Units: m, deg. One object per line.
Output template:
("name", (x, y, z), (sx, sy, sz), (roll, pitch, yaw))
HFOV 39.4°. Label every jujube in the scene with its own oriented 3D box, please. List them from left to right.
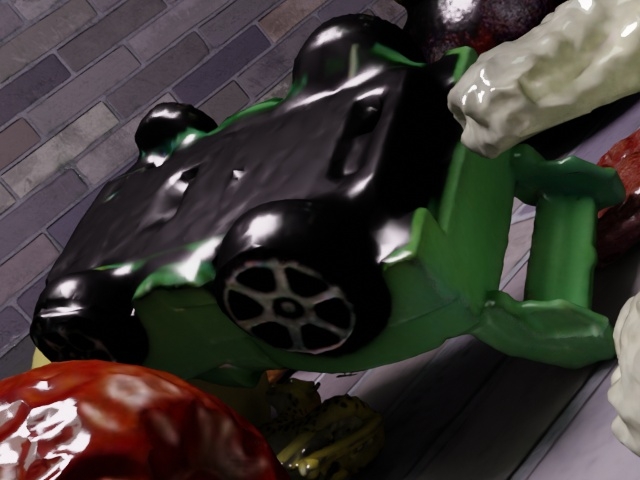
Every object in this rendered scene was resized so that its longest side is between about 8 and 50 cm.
("jujube", (-0.133, 0.178, 0.468), (0.232, 0.213, 0.213), (-37, 9, 29))

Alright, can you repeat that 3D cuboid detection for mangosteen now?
("mangosteen", (0.179, -0.242, 0.943), (0.275, 0.302, 0.275), (-37, 9, 7))

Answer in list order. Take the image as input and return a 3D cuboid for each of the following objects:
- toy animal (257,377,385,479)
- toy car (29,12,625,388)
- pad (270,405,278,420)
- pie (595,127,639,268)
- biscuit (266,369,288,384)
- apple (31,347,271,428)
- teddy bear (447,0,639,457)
("toy animal", (-0.008, 0.135, 0.602), (0.136, 0.073, 0.181), (-37, 1, -37))
("toy car", (-0.011, 0.001, 0.571), (0.359, 0.176, 0.213), (-17, 37, 32))
("pad", (-0.194, 0.249, 0.742), (0.248, 0.007, 0.367), (-9, 25, 32))
("pie", (0.216, -0.036, 0.616), (0.153, 0.038, 0.153), (-42, 7, 6))
("biscuit", (-0.131, 0.190, 0.945), (0.280, 0.043, 0.183), (-38, 6, 6))
("apple", (-0.135, 0.131, 0.716), (0.200, 0.200, 0.200), (-39, 8, 7))
("teddy bear", (0.160, -0.164, 0.385), (0.327, 0.362, 0.375), (-35, 4, 43))
